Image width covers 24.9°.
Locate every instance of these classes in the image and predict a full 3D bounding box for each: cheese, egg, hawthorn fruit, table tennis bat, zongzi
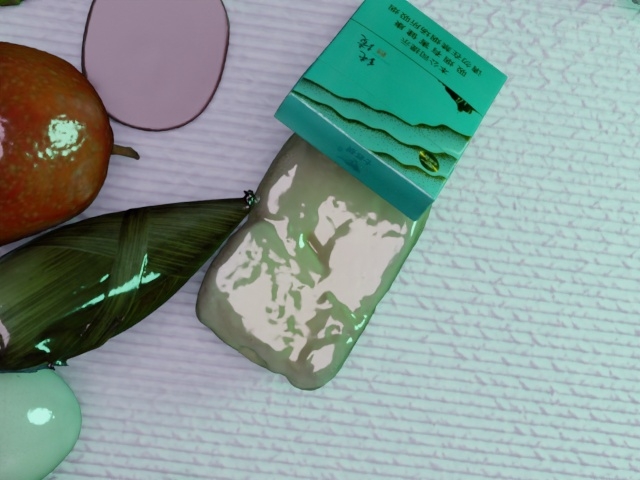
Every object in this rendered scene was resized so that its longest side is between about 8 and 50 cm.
[{"bbox_3d":[0.000,0.000,1.369,0.159,0.093,0.263,33,82,-6],"label":"cheese"},{"bbox_3d":[-0.319,0.166,1.293,0.209,0.151,0.151,-1,86,-17],"label":"egg"},{"bbox_3d":[-0.268,-0.085,1.311,0.226,0.196,0.196,-1,86,-31],"label":"hawthorn fruit"},{"bbox_3d":[-0.150,-0.227,1.392,0.138,0.022,0.246,12,93,-10],"label":"table tennis bat"},{"bbox_3d":[-0.184,0.032,1.252,0.242,0.221,0.112,-21,97,19],"label":"zongzi"}]

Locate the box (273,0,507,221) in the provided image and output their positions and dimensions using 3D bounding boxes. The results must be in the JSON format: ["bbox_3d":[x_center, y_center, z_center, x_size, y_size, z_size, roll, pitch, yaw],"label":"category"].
[{"bbox_3d":[0.071,-0.134,1.345,0.161,0.042,0.226,36,43,-1],"label":"box"}]

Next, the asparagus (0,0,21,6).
[{"bbox_3d":[-0.280,-0.244,1.391,0.249,0.024,0.025,-17,45,-7],"label":"asparagus"}]

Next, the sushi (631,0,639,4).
[{"bbox_3d":[0.381,-0.273,1.425,0.226,0.097,0.103,-5,90,-4],"label":"sushi"}]
